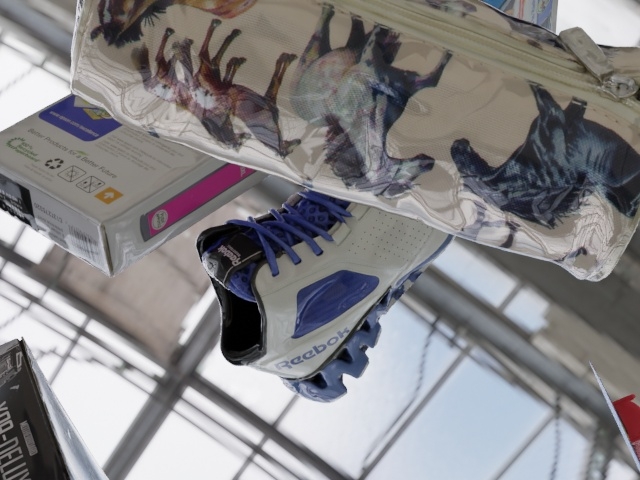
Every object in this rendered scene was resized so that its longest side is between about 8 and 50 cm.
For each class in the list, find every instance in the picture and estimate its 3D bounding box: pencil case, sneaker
[{"bbox_3d":[0.028,-0.114,1.019,0.410,0.183,0.160,19,-131,-6],"label":"pencil case"},{"bbox_3d":[-0.001,0.001,1.390,0.182,0.316,0.127,13,-161,-45],"label":"sneaker"}]

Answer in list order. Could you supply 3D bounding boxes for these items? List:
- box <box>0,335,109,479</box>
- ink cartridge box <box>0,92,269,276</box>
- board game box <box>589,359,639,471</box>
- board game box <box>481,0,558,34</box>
[{"bbox_3d":[-0.244,0.280,1.532,0.076,0.307,0.242,-25,-133,-5],"label":"box"},{"bbox_3d":[-0.109,-0.111,1.383,0.175,0.069,0.371,28,-131,35],"label":"ink cartridge box"},{"bbox_3d":[0.307,0.181,1.503,0.169,0.033,0.133,-89,-26,-77],"label":"board game box"},{"bbox_3d":[0.147,-0.167,1.713,0.086,0.308,0.302,31,-111,20],"label":"board game box"}]
